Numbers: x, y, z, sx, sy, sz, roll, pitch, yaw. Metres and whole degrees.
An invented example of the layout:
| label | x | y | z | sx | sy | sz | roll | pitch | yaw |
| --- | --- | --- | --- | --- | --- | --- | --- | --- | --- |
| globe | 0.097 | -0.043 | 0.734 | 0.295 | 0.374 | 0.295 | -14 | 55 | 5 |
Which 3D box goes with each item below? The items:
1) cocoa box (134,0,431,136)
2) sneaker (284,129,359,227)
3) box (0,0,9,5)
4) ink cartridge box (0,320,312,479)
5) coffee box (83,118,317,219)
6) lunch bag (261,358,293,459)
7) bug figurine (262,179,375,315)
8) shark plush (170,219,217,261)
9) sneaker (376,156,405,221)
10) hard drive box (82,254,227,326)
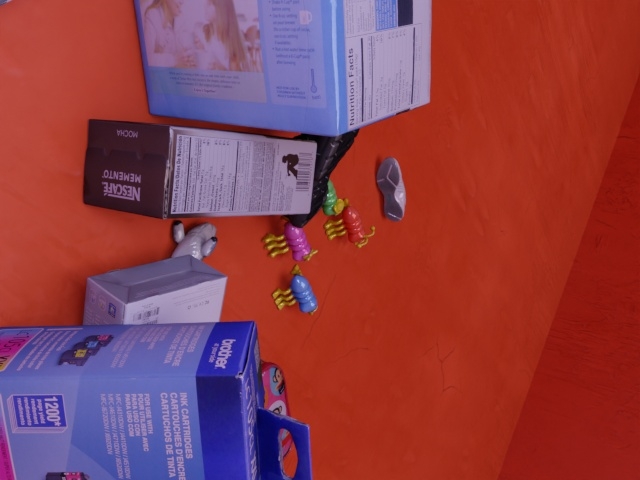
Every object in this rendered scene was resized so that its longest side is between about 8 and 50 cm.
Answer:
| label | x | y | z | sx | sy | sz | roll | pitch | yaw |
| --- | --- | --- | --- | --- | --- | --- | --- | --- | --- |
| cocoa box | -0.054 | -0.286 | 0.967 | 0.228 | 0.347 | 0.231 | -29 | 123 | -47 |
| sneaker | -0.023 | -0.135 | 1.170 | 0.101 | 0.106 | 0.267 | -41 | 164 | -48 |
| box | -0.378 | -0.343 | 0.754 | 0.231 | 0.056 | 0.183 | -49 | 135 | -35 |
| ink cartridge box | -0.207 | 0.244 | 0.864 | 0.151 | 0.396 | 0.270 | -89 | 177 | -71 |
| coffee box | -0.163 | -0.101 | 1.025 | 0.297 | 0.168 | 0.118 | -5 | 103 | -53 |
| lunch bag | -0.172 | 0.354 | 1.197 | 0.293 | 0.120 | 0.258 | -37 | 132 | -41 |
| bug figurine | 0.000 | 0.000 | 1.361 | 0.279 | 0.072 | 0.216 | -54 | 138 | -29 |
| shark plush | -0.203 | 0.045 | 1.114 | 0.067 | 0.073 | 0.161 | 78 | 25 | -78 |
| sneaker | 0.159 | -0.119 | 1.573 | 0.061 | 0.054 | 0.152 | -58 | 146 | -50 |
| hard drive box | -0.241 | 0.154 | 1.013 | 0.181 | 0.089 | 0.232 | -13 | 122 | -50 |
